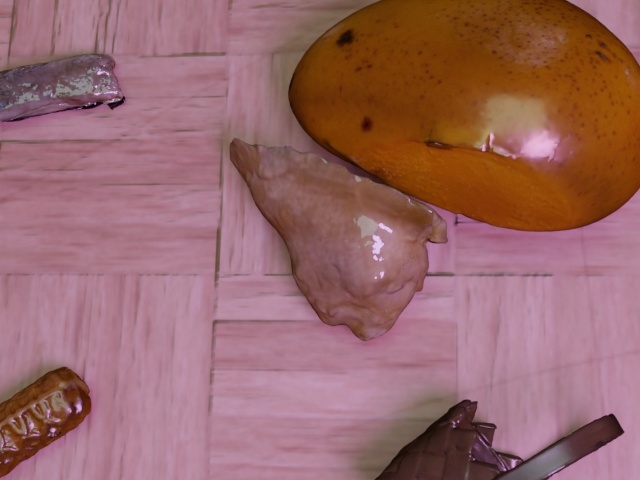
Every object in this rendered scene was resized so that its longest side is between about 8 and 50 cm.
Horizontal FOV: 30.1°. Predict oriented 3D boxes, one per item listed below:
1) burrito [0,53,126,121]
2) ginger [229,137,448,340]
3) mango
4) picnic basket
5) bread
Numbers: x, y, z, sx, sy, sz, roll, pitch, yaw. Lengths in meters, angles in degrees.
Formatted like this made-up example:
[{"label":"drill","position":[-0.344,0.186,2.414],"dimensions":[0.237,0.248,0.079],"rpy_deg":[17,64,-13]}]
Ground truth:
[{"label":"burrito","position":[-0.259,-0.129,1.041],"dimensions":[0.171,0.042,0.051],"rpy_deg":[-11,64,2]},{"label":"ginger","position":[-0.002,-0.003,0.953],"dimensions":[0.193,0.115,0.122],"rpy_deg":[26,96,23]},{"label":"mango","position":[0.118,-0.113,0.933],"dimensions":[0.290,0.160,0.191],"rpy_deg":[12,58,13]},{"label":"picnic basket","position":[0.140,0.176,0.871],"dimensions":[0.178,0.128,0.137],"rpy_deg":[-37,77,14]},{"label":"bread","position":[-0.255,0.160,0.962],"dimensions":[0.157,0.044,0.052],"rpy_deg":[-35,80,-3]}]
